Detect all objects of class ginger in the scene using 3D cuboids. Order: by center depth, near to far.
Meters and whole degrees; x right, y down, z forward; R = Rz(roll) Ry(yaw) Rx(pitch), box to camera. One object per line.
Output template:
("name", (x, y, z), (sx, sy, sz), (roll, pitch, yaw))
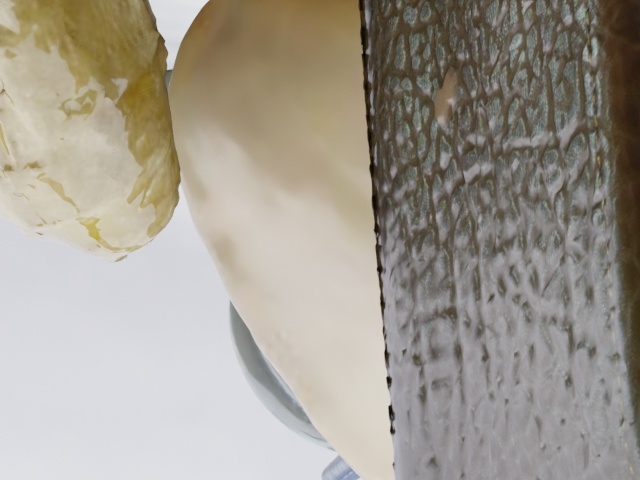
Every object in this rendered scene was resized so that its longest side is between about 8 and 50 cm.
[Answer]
("ginger", (-0.113, -0.217, 0.527), (0.348, 0.363, 0.122), (32, -157, -12))

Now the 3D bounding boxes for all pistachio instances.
("pistachio", (0.078, 0.006, 0.678), (0.309, 0.230, 0.230), (37, -163, 13))

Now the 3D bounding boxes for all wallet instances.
("wallet", (0.050, -0.042, 0.407), (0.039, 0.243, 0.133), (6, 155, -22))

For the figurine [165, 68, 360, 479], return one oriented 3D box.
("figurine", (0.019, -0.025, 1.044), (0.224, 0.382, 0.205), (-42, -131, -16))
